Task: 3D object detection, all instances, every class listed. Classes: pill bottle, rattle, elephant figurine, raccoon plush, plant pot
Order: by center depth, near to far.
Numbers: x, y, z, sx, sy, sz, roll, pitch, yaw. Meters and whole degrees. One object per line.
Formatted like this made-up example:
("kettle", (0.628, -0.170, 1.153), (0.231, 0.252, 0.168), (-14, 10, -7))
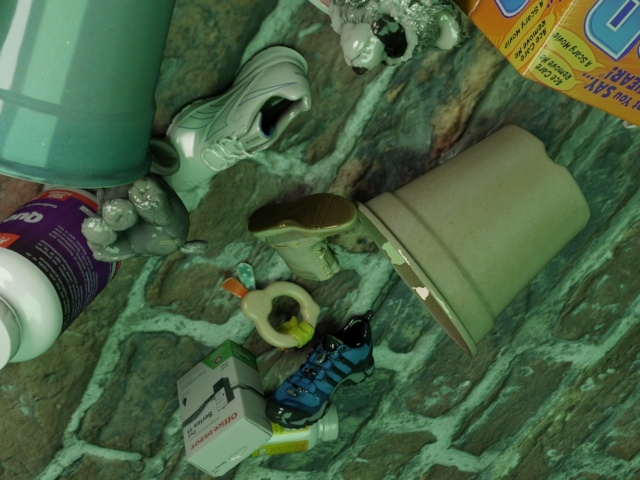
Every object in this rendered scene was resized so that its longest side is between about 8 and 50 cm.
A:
("plant pot", (-0.326, -0.291, 1.053), (0.341, 0.341, 0.334), (12, 115, -25))
("raccoon plush", (0.113, -0.441, 1.111), (0.299, 0.216, 0.447), (17, 110, -37))
("pill bottle", (-0.429, 0.055, 1.257), (0.181, 0.323, 0.182), (5, 116, 11))
("elephant figurine", (-0.290, -0.096, 1.281), (0.169, 0.240, 0.186), (-18, 143, -5))
("plant pot", (0.274, -0.024, 1.463), (0.305, 0.334, 0.334), (-38, 129, -2))
("rattle", (-0.110, 0.127, 1.620), (0.199, 0.142, 0.130), (24, 85, -14))
("pill bottle", (-0.073, 0.384, 1.775), (0.208, 0.118, 0.118), (-4, 128, -14))

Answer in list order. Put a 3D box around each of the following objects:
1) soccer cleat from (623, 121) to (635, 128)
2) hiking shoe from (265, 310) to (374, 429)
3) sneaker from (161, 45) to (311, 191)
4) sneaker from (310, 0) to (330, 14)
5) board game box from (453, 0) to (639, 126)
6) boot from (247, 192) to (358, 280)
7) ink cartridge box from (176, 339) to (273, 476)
("soccer cleat", (0.557, -0.274, 1.490), (0.076, 0.068, 0.196), (-24, 133, 6))
("hiking shoe", (-0.003, 0.245, 1.640), (0.304, 0.113, 0.132), (-32, 131, -49))
("sneaker", (-0.136, -0.173, 1.313), (0.297, 0.129, 0.111), (-40, 129, 17))
("sneaker", (0.006, -0.382, 1.243), (0.134, 0.051, 0.070), (30, 119, -29))
("board game box", (0.433, -0.396, 1.166), (0.356, 0.356, 0.357), (15, 121, -27))
("boot", (0.000, 0.000, 1.484), (0.213, 0.077, 0.165), (-7, 140, 33))
("ink cartridge box", (-0.187, 0.320, 1.629), (0.153, 0.208, 0.087), (-39, 128, 14))
